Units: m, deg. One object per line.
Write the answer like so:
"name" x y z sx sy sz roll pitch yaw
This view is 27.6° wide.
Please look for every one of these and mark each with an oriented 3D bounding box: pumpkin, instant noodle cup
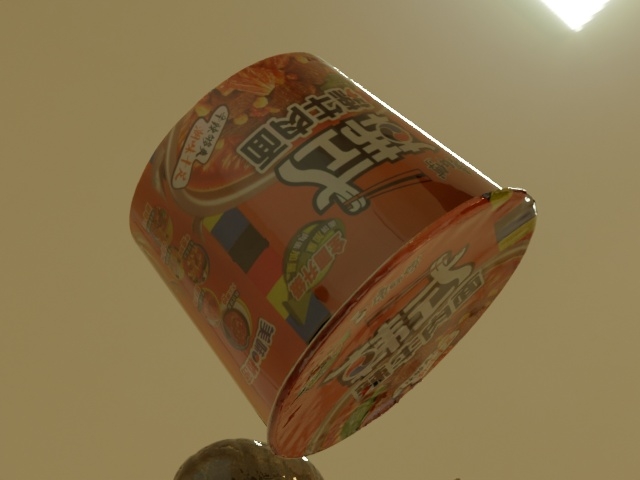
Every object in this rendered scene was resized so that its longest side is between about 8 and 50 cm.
"pumpkin" -0.099 0.362 1.678 0.218 0.162 0.219 -10 -59 -16
"instant noodle cup" 0.000 0.000 0.926 0.250 0.192 0.250 -36 -24 -19

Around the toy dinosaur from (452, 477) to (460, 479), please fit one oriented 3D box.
"toy dinosaur" 0.041 0.251 1.104 0.180 0.058 0.037 -44 -80 0
